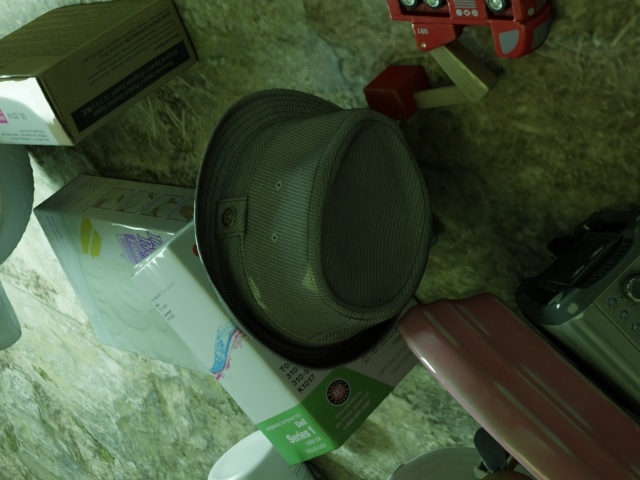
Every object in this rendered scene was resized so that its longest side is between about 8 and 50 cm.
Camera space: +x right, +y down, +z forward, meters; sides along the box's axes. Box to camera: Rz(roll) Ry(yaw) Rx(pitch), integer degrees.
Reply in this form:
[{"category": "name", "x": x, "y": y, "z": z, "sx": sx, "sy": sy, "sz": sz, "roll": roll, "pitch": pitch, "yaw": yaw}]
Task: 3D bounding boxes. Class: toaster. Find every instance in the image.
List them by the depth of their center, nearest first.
[{"category": "toaster", "x": 0.259, "y": 0.063, "z": 0.955, "sx": 0.146, "sy": 0.129, "sz": 0.227, "roll": 46, "pitch": 178, "yaw": -2}]

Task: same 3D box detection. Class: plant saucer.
[{"category": "plant saucer", "x": 0.213, "y": 0.156, "z": 0.997, "sx": 0.332, "sy": 0.084, "sz": 0.332, "roll": 41, "pitch": -176, "yaw": -3}]

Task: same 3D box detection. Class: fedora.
[{"category": "fedora", "x": 0.016, "y": -0.024, "z": 1.033, "sx": 0.244, "sy": 0.275, "sz": 0.124, "roll": 22, "pitch": 157, "yaw": -29}]

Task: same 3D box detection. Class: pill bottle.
[{"category": "pill bottle", "x": -0.049, "y": 0.398, "z": 1.654, "sx": 0.131, "sy": 0.131, "sz": 0.229, "roll": -18, "pitch": 110, "yaw": 53}]

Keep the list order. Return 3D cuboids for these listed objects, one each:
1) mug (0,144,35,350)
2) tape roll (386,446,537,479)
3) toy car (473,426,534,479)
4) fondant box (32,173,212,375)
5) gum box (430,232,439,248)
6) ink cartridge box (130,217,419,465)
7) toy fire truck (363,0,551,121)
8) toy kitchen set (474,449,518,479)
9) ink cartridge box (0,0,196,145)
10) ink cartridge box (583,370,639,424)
[{"category": "mug", "x": -0.487, "y": -0.026, "z": 1.477, "sx": 0.328, "sy": 0.276, "sz": 0.374, "roll": 29, "pitch": 144, "yaw": 65}, {"category": "tape roll", "x": 0.156, "y": 0.383, "z": 1.316, "sx": 0.246, "sy": 0.246, "sz": 0.169, "roll": 38, "pitch": 145, "yaw": 14}, {"category": "toy car", "x": 0.209, "y": 0.291, "z": 1.191, "sx": 0.188, "sy": 0.149, "sz": 0.155, "roll": 40, "pitch": 103, "yaw": 34}, {"category": "fondant box", "x": -0.210, "y": 0.047, "z": 1.511, "sx": 0.330, "sy": 0.096, "sz": 0.238, "roll": 8, "pitch": 129, "yaw": 42}, {"category": "gum box", "x": 0.000, "y": 0.000, "z": 1.157, "sx": 0.157, "sy": 0.184, "sz": 0.041, "roll": 50, "pitch": 169, "yaw": -4}, {"category": "ink cartridge box", "x": -0.035, "y": 0.070, "z": 1.246, "sx": 0.278, "sy": 0.201, "sz": 0.117, "roll": 50, "pitch": 146, "yaw": -4}, {"category": "toy fire truck", "x": 0.115, "y": -0.165, "z": 0.986, "sx": 0.192, "sy": 0.047, "sz": 0.135, "roll": 13, "pitch": 133, "yaw": 39}, {"category": "toy kitchen set", "x": 0.213, "y": 0.219, "z": 1.238, "sx": 0.068, "sy": 0.075, "sz": 0.083, "roll": 20, "pitch": 142, "yaw": 33}, {"category": "ink cartridge box", "x": -0.287, "y": -0.188, "z": 1.271, "sx": 0.235, "sy": 0.193, "sz": 0.088, "roll": 7, "pitch": 130, "yaw": 44}, {"category": "ink cartridge box", "x": 0.370, "y": 0.215, "z": 1.075, "sx": 0.224, "sy": 0.045, "sz": 0.223, "roll": 16, "pitch": 137, "yaw": 58}]
